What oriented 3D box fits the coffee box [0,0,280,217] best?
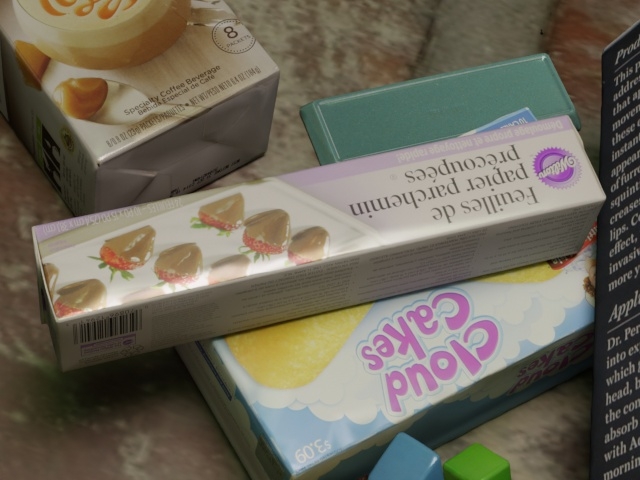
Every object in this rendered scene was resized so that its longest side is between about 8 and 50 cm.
[{"bbox_3d":[-0.155,-0.142,1.029,0.141,0.098,0.246,-30,67,-23],"label":"coffee box"}]

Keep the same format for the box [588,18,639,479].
[{"bbox_3d":[0.328,0.047,0.866,0.293,0.212,0.395,22,56,-21],"label":"box"}]

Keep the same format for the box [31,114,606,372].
[{"bbox_3d":[0.000,0.000,0.883,0.324,0.067,0.063,-13,62,-14],"label":"box"}]

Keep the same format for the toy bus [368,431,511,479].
[{"bbox_3d":[0.018,0.197,0.844,0.191,0.202,0.104,-41,41,-19],"label":"toy bus"}]

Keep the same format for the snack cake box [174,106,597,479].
[{"bbox_3d":[0.055,0.043,0.954,0.264,0.089,0.152,-25,65,-20],"label":"snack cake box"}]

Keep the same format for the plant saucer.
[{"bbox_3d":[0.086,-0.089,1.079,0.192,0.018,0.067,-14,62,-14],"label":"plant saucer"}]
